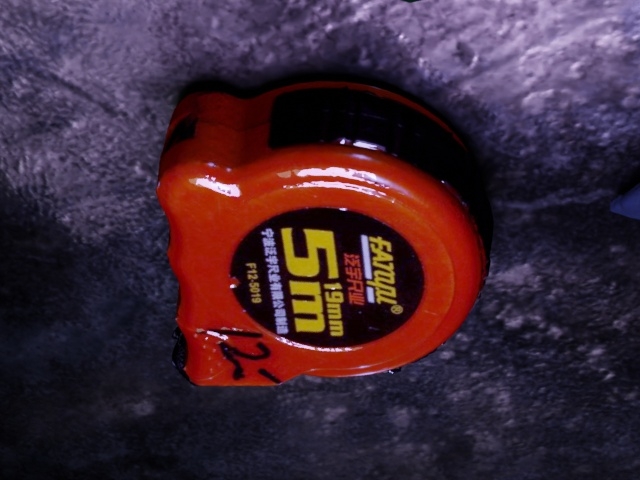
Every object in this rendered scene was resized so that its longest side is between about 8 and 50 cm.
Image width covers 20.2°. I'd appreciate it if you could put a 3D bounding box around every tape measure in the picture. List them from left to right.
[{"bbox_3d":[0.000,-0.001,1.356,0.260,0.114,0.253,-1,133,5],"label":"tape measure"}]

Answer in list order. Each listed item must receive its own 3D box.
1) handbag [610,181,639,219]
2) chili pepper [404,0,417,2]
[{"bbox_3d":[0.354,-0.038,1.263,0.211,0.089,0.254,21,151,-12],"label":"handbag"},{"bbox_3d":[0.028,-0.257,1.073,0.261,0.165,0.174,29,149,-22],"label":"chili pepper"}]
